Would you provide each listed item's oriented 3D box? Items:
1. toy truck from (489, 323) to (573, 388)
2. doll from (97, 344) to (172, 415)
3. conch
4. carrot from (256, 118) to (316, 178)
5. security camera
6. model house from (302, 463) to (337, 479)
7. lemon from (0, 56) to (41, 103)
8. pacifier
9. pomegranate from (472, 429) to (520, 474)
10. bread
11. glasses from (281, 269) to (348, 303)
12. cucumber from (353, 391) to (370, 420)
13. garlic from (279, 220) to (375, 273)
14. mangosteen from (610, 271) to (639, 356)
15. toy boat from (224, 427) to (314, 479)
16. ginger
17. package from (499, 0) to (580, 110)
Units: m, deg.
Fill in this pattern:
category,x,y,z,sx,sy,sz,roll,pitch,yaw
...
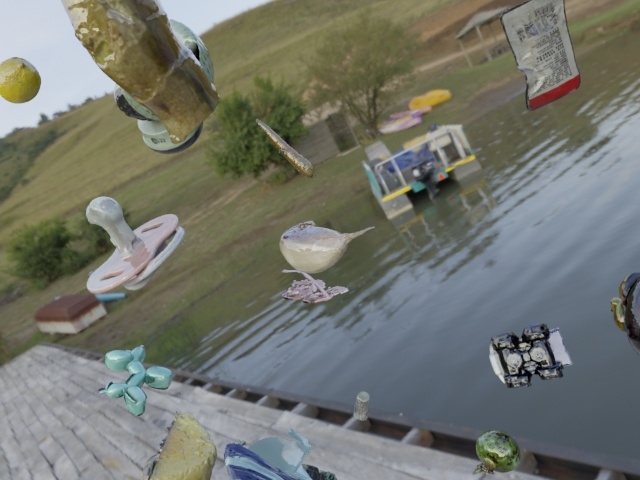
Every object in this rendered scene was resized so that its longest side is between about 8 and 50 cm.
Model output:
category,x,y,z,sx,sy,sz,roll,pitch,yaw
toy truck,0.617,0.338,1.590,0.213,0.161,0.177,-21,-16,22
doll,-0.419,0.301,1.209,0.159,0.159,0.059,-57,-12,-55
conch,-0.260,-0.281,0.954,0.172,0.200,0.131,-40,-20,6
carrot,-0.109,-0.286,1.664,0.049,0.254,0.049,-45,-2,-2
security camera,-0.485,-0.405,1.584,0.197,0.277,0.191,2,59,19
model house,-0.034,0.746,1.534,0.170,0.211,0.193,10,63,9
lemon,-0.450,-0.235,0.799,0.083,0.062,0.062,-38,0,42
pacifier,-0.534,0.013,1.506,0.220,0.273,0.332,-56,6,42
pomegranate,0.480,0.595,1.485,0.161,0.122,0.122,-37,13,-30
bread,-0.355,0.587,1.353,0.262,0.163,0.204,-77,4,-68
glasses,-0.027,0.145,1.797,0.162,0.095,0.256,-10,13,-40
cucumber,0.170,0.671,2.184,0.064,0.111,0.064,7,17,-2
garlic,0.000,0.005,1.081,0.128,0.090,0.198,-42,23,-31
mangosteen,0.881,0.193,1.378,0.275,0.274,0.302,-31,18,-17
toy boat,-0.076,0.462,1.138,0.066,0.221,0.291,-66,-13,12
ginger,-0.231,-0.246,0.676,0.109,0.262,0.116,-30,34,5
package,0.505,-0.429,1.216,0.154,0.239,0.030,-27,20,-4
